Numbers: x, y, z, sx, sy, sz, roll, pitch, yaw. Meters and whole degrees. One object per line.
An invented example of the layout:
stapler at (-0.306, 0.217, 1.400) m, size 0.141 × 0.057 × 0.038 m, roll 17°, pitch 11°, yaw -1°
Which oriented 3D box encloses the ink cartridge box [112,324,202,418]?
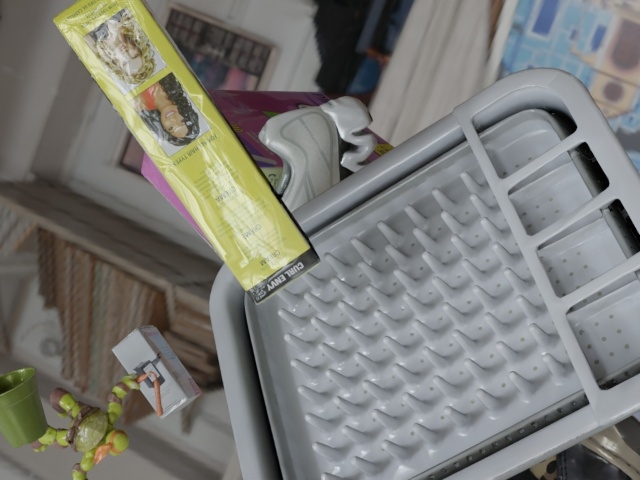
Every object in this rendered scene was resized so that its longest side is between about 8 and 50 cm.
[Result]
ink cartridge box at (-0.282, 0.226, 1.861) m, size 0.150 × 0.063 × 0.109 m, roll 53°, pitch -176°, yaw 6°

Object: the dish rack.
dish rack at (0.085, 0.056, 0.760) m, size 0.072 × 0.333 × 0.285 m, roll 43°, pitch -158°, yaw -46°

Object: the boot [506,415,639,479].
boot at (0.048, 0.201, 0.857) m, size 0.377 × 0.284 × 0.138 m, roll 21°, pitch 167°, yaw 40°

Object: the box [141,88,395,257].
box at (-0.052, -0.085, 1.281) m, size 0.243 × 0.117 × 0.213 m, roll -3°, pitch -148°, yaw -36°

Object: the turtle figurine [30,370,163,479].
turtle figurine at (-0.380, 0.319, 1.728) m, size 0.217 × 0.269 × 0.087 m, roll 6°, pitch 160°, yaw 40°

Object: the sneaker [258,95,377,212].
sneaker at (0.000, 0.000, 1.123) m, size 0.118 × 0.292 × 0.110 m, roll -9°, pitch -168°, yaw -15°

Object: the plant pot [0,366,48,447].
plant pot at (-0.378, 0.212, 1.339) m, size 0.083 × 0.079 × 0.083 m, roll -19°, pitch -166°, yaw 5°

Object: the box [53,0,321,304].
box at (-0.089, -0.070, 0.739) m, size 0.232 × 0.058 × 0.087 m, roll 55°, pitch -179°, yaw -14°
